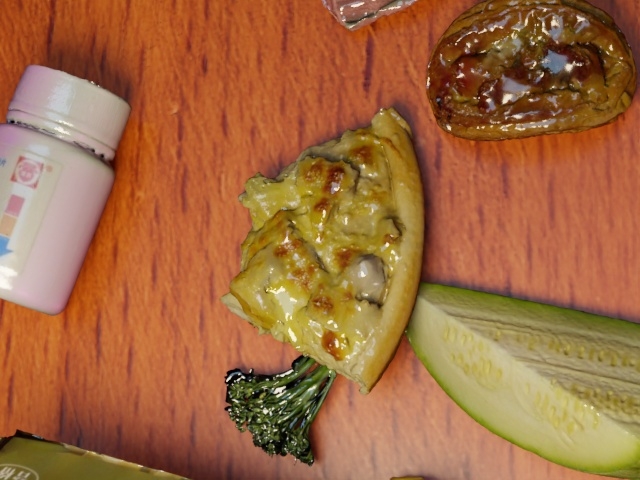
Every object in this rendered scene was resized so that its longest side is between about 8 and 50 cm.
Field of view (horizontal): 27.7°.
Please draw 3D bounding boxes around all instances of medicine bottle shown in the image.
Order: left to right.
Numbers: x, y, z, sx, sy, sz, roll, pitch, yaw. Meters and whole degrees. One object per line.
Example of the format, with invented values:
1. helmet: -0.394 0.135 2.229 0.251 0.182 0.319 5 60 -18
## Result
1. medicine bottle: -0.313 -0.055 1.445 0.152 0.152 0.254 18 82 13

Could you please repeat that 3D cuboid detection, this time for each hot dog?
1. hot dog: 0.223 -0.181 1.397 0.227 0.099 0.160 -11 77 11

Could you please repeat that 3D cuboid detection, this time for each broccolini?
1. broccolini: -0.025 0.104 1.418 0.123 0.062 0.271 17 76 8

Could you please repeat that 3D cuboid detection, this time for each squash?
1. squash: 0.200 0.156 1.316 0.289 0.203 0.111 9 124 9

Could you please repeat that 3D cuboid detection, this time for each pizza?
1. pizza: 0.000 0.000 1.386 0.223 0.089 0.323 1 66 15

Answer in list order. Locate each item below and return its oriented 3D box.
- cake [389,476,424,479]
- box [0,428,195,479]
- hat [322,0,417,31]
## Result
1. cake: 0.090 0.284 1.339 0.044 0.084 0.084 -4 79 2
2. box: -0.150 0.413 1.244 0.420 0.138 0.373 13 116 12
3. hat: 0.102 -0.387 1.452 0.286 0.107 0.236 -21 86 11
